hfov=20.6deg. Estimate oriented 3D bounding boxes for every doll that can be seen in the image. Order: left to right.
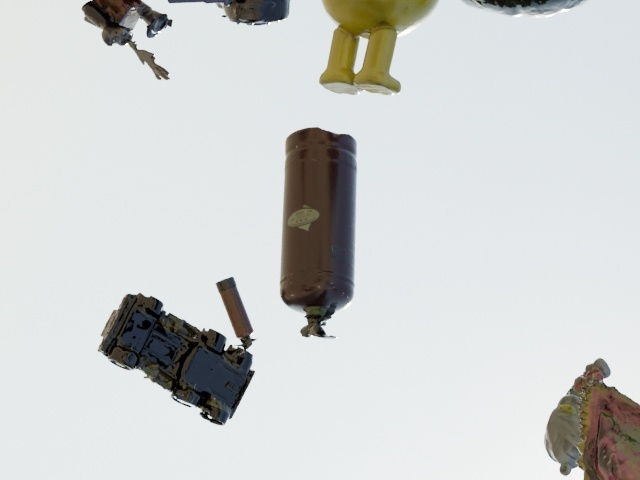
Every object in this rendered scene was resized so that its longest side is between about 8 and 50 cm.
[{"bbox_3d":[0.066,-0.346,1.986,0.199,0.145,0.363,4,-99,41],"label":"doll"},{"bbox_3d":[0.341,0.234,2.326,0.094,0.079,0.180,-36,-156,52],"label":"doll"}]

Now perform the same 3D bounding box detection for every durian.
[{"bbox_3d":[0.326,0.244,1.864,0.108,0.186,0.119,-49,155,-14],"label":"durian"}]

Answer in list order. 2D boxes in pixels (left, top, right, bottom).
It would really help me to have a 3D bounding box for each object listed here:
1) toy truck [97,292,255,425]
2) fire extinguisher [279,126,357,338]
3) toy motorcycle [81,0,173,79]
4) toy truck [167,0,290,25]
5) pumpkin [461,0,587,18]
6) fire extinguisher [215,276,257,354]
[{"bbox_3d":[-0.237,0.187,2.809,0.127,0.257,0.127,2,-118,57],"label":"toy truck"},{"bbox_3d":[0.000,0.000,2.641,0.135,0.114,0.337,137,-42,-62],"label":"fire extinguisher"},{"bbox_3d":[-0.318,-0.382,2.573,0.134,0.401,0.207,-22,151,-53],"label":"toy motorcycle"},{"bbox_3d":[-0.119,-0.290,1.704,0.213,0.177,0.161,-108,-167,-76],"label":"toy truck"},{"bbox_3d":[0.268,-0.412,2.462,0.263,0.293,0.197,-56,164,-52],"label":"pumpkin"},{"bbox_3d":[-0.093,0.082,1.917,0.022,0.028,0.083,147,-78,-81],"label":"fire extinguisher"}]
